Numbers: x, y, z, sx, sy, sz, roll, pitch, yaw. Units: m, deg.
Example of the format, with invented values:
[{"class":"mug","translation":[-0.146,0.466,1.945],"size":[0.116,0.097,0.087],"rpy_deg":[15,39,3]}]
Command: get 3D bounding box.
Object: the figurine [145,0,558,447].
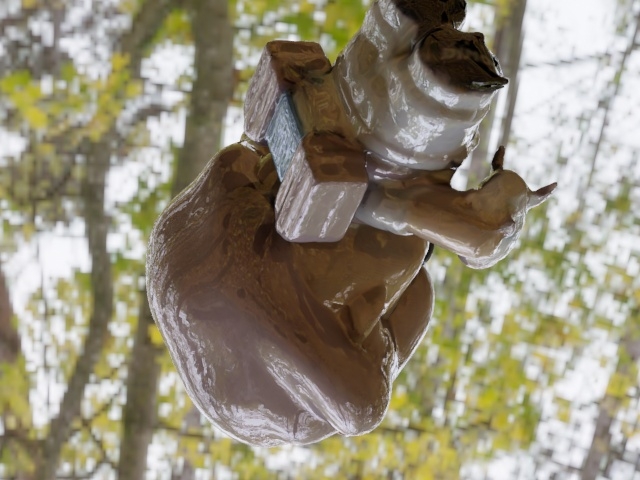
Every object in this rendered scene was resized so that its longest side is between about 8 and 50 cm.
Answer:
[{"class":"figurine","translation":[0.000,0.000,0.607],"size":[0.112,0.229,0.137],"rpy_deg":[-7,-124,-31]}]
